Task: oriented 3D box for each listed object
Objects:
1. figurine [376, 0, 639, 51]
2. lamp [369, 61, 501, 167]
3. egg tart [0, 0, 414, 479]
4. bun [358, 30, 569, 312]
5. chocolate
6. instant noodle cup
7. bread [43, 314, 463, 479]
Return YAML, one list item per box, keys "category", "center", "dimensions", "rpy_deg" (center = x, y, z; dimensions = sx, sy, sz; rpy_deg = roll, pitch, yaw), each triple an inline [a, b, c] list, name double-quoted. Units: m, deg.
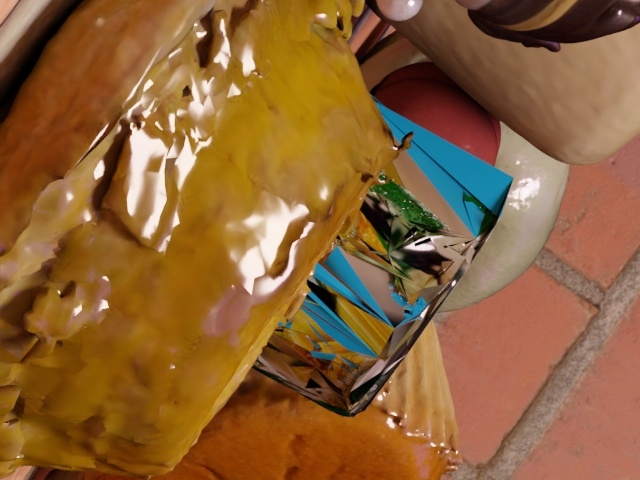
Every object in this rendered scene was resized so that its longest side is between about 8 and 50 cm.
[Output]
- category: "figurine"
  center: [0.163, -0.262, 0.864]
  dimensions: [0.281, 0.167, 0.370]
  rpy_deg: [-79, -165, -69]
- category: "lamp"
  center: [0.060, -0.060, 1.268]
  dimensions: [0.182, 0.140, 0.182]
  rpy_deg: [-59, -173, 12]
- category: "egg tart"
  center: [-0.058, -0.002, 0.616]
  dimensions: [0.294, 0.116, 0.295]
  rpy_deg: [-53, 180, 0]
- category: "bun"
  center: [0.084, -0.077, 1.506]
  dimensions: [0.187, 0.293, 0.293]
  rpy_deg: [2, 135, -40]
- category: "chocolate"
  center: [0.224, -0.216, 1.169]
  dimensions: [0.326, 0.297, 0.314]
  rpy_deg: [-54, -177, -22]
- category: "instant noodle cup"
  center: [0.000, 0.000, 1.097]
  dimensions: [0.240, 0.178, 0.240]
  rpy_deg: [-55, 179, -2]
- category: "bread"
  center: [-0.053, 0.180, 1.319]
  dimensions: [0.389, 0.236, 0.183]
  rpy_deg: [-38, -139, 38]
